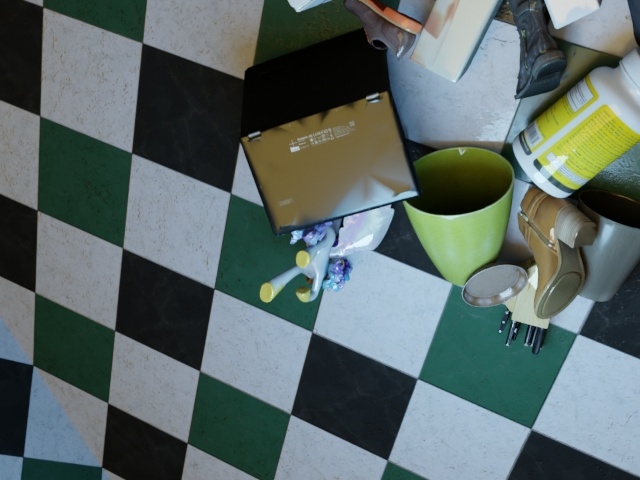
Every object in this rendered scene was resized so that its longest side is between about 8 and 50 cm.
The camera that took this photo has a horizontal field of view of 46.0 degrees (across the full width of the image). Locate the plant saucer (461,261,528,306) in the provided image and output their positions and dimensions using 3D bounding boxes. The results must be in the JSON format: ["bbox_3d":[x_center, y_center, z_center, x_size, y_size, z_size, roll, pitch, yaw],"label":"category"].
[{"bbox_3d":[0.432,0.106,1.886,0.168,0.029,0.168,-6,139,-6],"label":"plant saucer"}]

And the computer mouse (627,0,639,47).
[{"bbox_3d":[0.700,-0.513,1.591,0.188,0.072,0.272,-15,106,29],"label":"computer mouse"}]

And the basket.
[{"bbox_3d":[0.685,0.021,1.811,0.204,0.154,0.227,24,126,22],"label":"basket"}]

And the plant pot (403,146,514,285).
[{"bbox_3d":[0.353,-0.038,1.891,0.275,0.275,0.293,4,134,23],"label":"plant pot"}]

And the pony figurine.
[{"bbox_3d":[0.000,0.000,2.038,0.303,0.363,0.351,19,105,24],"label":"pony figurine"}]

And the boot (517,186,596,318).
[{"bbox_3d":[0.534,0.025,1.822,0.109,0.220,0.283,-4,118,-22],"label":"boot"}]

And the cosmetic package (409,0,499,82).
[{"bbox_3d":[0.331,-0.528,1.708,0.129,0.153,0.296,30,121,8],"label":"cosmetic package"}]

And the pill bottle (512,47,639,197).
[{"bbox_3d":[0.612,-0.261,1.683,0.188,0.188,0.334,46,124,-1],"label":"pill bottle"}]

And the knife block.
[{"bbox_3d":[0.576,0.167,1.964,0.276,0.088,0.242,-33,98,33],"label":"knife block"}]

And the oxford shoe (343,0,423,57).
[{"bbox_3d":[0.125,-0.512,1.779,0.271,0.097,0.098,46,118,46],"label":"oxford shoe"}]

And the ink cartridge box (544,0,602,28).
[{"bbox_3d":[0.505,-0.585,1.586,0.100,0.172,0.237,-19,105,29],"label":"ink cartridge box"}]

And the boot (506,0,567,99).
[{"bbox_3d":[0.470,-0.457,1.695,0.091,0.263,0.229,-14,78,-4],"label":"boot"}]

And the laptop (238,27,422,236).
[{"bbox_3d":[0.019,-0.276,1.865,0.382,0.236,0.408,-15,104,16],"label":"laptop"}]

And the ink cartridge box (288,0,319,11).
[{"bbox_3d":[-0.015,-0.656,1.733,0.115,0.273,0.198,-29,100,32],"label":"ink cartridge box"}]
